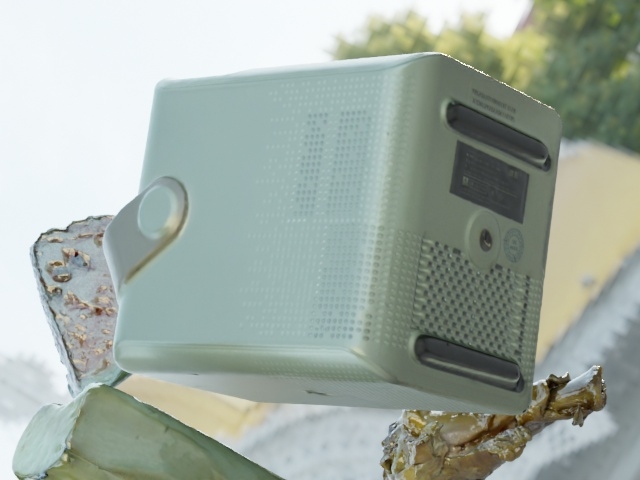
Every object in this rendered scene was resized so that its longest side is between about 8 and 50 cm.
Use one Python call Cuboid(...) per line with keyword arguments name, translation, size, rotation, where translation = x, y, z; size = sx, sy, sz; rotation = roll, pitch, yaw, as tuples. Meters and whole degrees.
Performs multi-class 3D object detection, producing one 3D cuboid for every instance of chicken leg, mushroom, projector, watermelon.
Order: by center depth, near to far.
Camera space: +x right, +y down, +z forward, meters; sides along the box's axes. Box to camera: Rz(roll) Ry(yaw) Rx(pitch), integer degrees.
Cuboid(name="projector", translation=(0.000, 0.000, 1.091), size=(0.163, 0.242, 0.177), rotation=(19, -106, -45))
Cuboid(name="mushroom", translation=(-0.027, 0.174, 1.094), size=(0.100, 0.312, 0.081), rotation=(-30, 38, 44))
Cuboid(name="watermelon", translation=(-0.157, 0.030, 1.496), size=(0.187, 0.139, 0.071), rotation=(-57, -17, -7))
Cuboid(name="chicken leg", translation=(0.136, 0.150, 1.595), size=(0.101, 0.207, 0.085), rotation=(46, -152, -37))
